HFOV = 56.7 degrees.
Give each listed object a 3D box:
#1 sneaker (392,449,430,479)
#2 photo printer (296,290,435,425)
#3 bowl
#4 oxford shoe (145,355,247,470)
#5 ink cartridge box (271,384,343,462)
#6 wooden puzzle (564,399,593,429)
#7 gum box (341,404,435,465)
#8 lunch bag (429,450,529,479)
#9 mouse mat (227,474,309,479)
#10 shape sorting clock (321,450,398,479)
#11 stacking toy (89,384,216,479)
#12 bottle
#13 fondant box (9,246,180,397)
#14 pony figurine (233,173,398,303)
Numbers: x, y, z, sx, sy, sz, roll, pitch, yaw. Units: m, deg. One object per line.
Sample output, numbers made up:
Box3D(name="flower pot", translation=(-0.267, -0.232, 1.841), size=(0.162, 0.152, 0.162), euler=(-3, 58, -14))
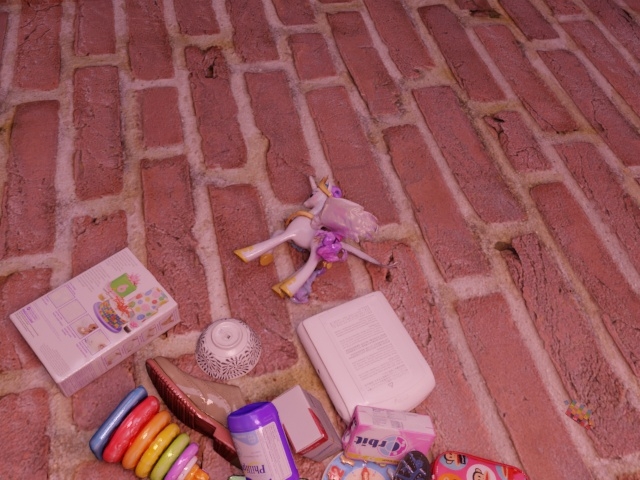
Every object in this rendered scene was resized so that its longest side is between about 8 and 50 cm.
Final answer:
Box3D(name="sneaker", translation=(0.171, 0.546, 1.256), size=(0.080, 0.081, 0.211), euler=(28, 57, 1))
Box3D(name="photo printer", translation=(0.117, 0.297, 1.466), size=(0.255, 0.107, 0.308), euler=(-20, 57, -19))
Box3D(name="bowl", translation=(-0.232, 0.254, 1.486), size=(0.169, 0.080, 0.170), euler=(3, 51, -4))
Box3D(name="oxford shoe", translation=(-0.256, 0.374, 1.374), size=(0.348, 0.123, 0.130), euler=(39, 55, 11))
Box3D(name="ink cartridge box", translation=(-0.025, 0.411, 1.317), size=(0.072, 0.175, 0.128), euler=(-32, 58, -1))
Box3D(name="wooden puzzle", translation=(0.642, 0.429, 1.476), size=(0.083, 0.006, 0.049), euler=(35, 57, 20))
Box3D(name="gum box", translation=(0.148, 0.439, 1.329), size=(0.188, 0.107, 0.062), euler=(12, 27, -10))
Box3D(name="lunch bag", translation=(0.339, 0.613, 1.241), size=(0.257, 0.120, 0.293), euler=(15, 53, 1))
Box3D(name="mouse mat", translation=(-0.115, 0.589, 1.282), size=(0.189, 0.007, 0.153), euler=(3, 52, -2))
Box3D(name="shape sorting clock", translation=(0.101, 0.556, 1.305), size=(0.206, 0.040, 0.206), euler=(2, 52, -3))
Box3D(name="stacking toy", translation=(-0.329, 0.468, 1.282), size=(0.301, 0.175, 0.166), euler=(34, 59, 6))
Box3D(name="bottle", translation=(-0.104, 0.482, 1.234), size=(0.092, 0.118, 0.283), euler=(-17, 87, -43))
Box3D(name="fondant box", translation=(-0.558, 0.196, 1.492), size=(0.330, 0.096, 0.238), euler=(-35, 63, -27))
Box3D(name="pony figurine", translation=(0.000, 0.000, 1.616), size=(0.350, 0.303, 0.363), euler=(34, 71, 30))
